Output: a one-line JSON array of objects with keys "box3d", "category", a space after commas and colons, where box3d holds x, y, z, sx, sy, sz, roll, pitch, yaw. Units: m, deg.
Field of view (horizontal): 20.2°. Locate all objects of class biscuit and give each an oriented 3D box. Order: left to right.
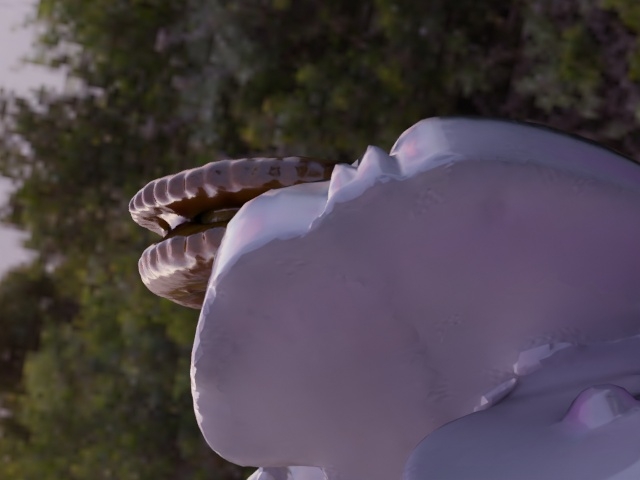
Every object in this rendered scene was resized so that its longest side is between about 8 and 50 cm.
[{"box3d": [0.000, 0.000, 1.046, 0.220, 0.220, 0.066, 149, 123, -70], "category": "biscuit"}]

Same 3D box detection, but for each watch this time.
[{"box3d": [0.068, 0.113, 0.455, 0.231, 0.196, 0.244, -88, -20, -49], "category": "watch"}]
